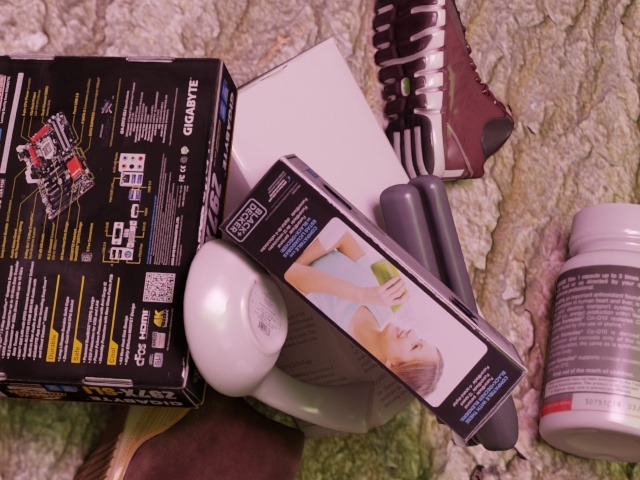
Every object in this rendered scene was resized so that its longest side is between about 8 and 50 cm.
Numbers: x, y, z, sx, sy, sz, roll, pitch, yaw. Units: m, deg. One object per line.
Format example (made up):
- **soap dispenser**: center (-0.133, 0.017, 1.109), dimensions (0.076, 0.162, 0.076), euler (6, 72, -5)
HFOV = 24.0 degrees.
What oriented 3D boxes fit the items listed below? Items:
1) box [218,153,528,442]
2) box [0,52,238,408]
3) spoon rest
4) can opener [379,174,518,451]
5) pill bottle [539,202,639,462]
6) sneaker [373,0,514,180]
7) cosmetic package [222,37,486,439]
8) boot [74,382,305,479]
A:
- **box**: center (0.050, 0.047, 1.386), dimensions (0.290, 0.169, 0.087), euler (41, 95, 1)
- **box**: center (-0.221, -0.014, 1.395), dimensions (0.257, 0.079, 0.322), euler (1, 72, 10)
- **spoon rest**: center (-0.050, 0.103, 1.393), dimensions (0.276, 0.084, 0.137), euler (45, 44, -45)
- **can opener**: center (0.141, 0.073, 1.513), dimensions (0.076, 0.095, 0.283), euler (-20, 98, -39)
- **pill bottle**: center (0.356, 0.109, 1.803), dimensions (0.161, 0.161, 0.283), euler (22, 66, -29)
- **sneaker**: center (0.155, -0.201, 1.794), dimensions (0.162, 0.106, 0.281), euler (3, 87, -40)
- **cosmetic package**: center (0.000, 0.000, 1.587), dimensions (0.197, 0.155, 0.365), euler (-32, 97, -36)
- **boot**: center (-0.127, 0.246, 1.473), dimensions (0.207, 0.090, 0.248), euler (34, 57, -21)
